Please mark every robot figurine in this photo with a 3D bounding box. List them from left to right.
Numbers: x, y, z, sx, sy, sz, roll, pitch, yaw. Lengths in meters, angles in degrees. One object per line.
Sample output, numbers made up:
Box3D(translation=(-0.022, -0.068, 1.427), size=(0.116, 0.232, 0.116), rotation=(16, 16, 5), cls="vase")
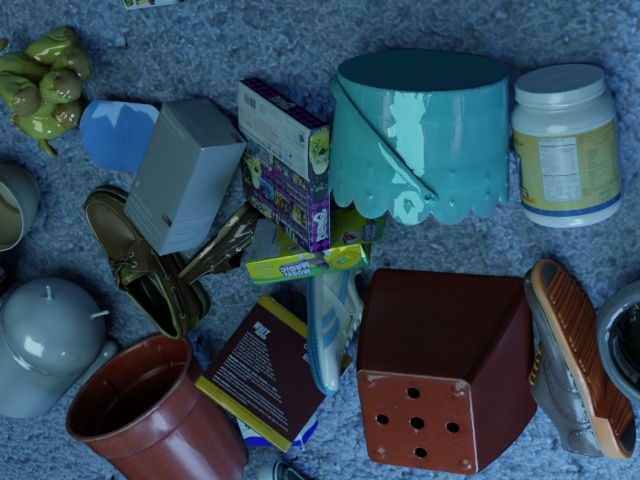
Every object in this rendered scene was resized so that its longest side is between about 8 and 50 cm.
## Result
Box3D(translation=(-0.542, 0.204, 2.070), size=(0.300, 0.200, 0.353), rotation=(17, 135, -35), cls="robot figurine")

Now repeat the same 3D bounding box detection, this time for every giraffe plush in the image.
Box3D(translation=(-0.468, -0.235, 1.831), size=(0.210, 0.181, 0.170), rotation=(-2, 138, 13), cls="giraffe plush")

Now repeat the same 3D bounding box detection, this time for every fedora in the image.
Box3D(translation=(0.551, 0.148, 1.601), size=(0.275, 0.124, 0.244), rotation=(13, 120, 27), cls="fedora")

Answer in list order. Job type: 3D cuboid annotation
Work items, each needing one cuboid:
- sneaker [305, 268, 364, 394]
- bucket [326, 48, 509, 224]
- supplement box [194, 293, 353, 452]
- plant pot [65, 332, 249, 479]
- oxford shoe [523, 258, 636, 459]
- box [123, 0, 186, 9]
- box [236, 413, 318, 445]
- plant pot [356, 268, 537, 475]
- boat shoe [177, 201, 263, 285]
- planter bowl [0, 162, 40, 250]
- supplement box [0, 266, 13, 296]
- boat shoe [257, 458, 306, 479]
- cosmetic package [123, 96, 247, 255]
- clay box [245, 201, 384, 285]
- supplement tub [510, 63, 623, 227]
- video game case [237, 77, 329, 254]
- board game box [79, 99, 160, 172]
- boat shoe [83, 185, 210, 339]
Box3D(translation=(0.027, 0.139, 1.785), size=(0.092, 0.229, 0.087), rotation=(3, 164, -12), cls="sneaker")
Box3D(translation=(0.139, -0.154, 1.534), size=(0.281, 0.281, 0.183), rotation=(8, 114, 20), cls="bucket")
Box3D(translation=(-0.081, 0.228, 1.865), size=(0.191, 0.194, 0.129), rotation=(36, 169, 1), cls="supplement box")
Box3D(translation=(-0.282, 0.357, 2.017), size=(0.272, 0.272, 0.265), rotation=(-17, 120, 30), cls="plant pot")
Box3D(translation=(0.376, 0.198, 1.710), size=(0.132, 0.130, 0.364), rotation=(-11, 111, 37), cls="oxford shoe")
Box3D(translation=(-0.275, -0.467, 1.676), size=(0.114, 0.036, 0.207), rotation=(-2, 116, 25), cls="box")
Box3D(translation=(-0.089, 0.306, 2.006), size=(0.126, 0.072, 0.137), rotation=(-5, 116, 27), cls="box")
Box3D(translation=(0.187, 0.223, 1.738), size=(0.267, 0.236, 0.267), rotation=(3, 118, 22), cls="plant pot")
Box3D(translation=(-0.167, 0.022, 1.880), size=(0.073, 0.073, 0.207), rotation=(43, 125, -7), cls="boat shoe")
Box3D(translation=(-0.582, -0.076, 1.988), size=(0.162, 0.109, 0.162), rotation=(10, 120, 18), cls="planter bowl")
Box3D(translation=(-0.652, 0.082, 2.054), size=(0.081, 0.104, 0.188), rotation=(40, 166, -2), cls="supplement box")
Box3D(translation=(0.001, 0.538, 2.085), size=(0.119, 0.121, 0.335), rotation=(-20, 119, 23), cls="boat shoe")
Box3D(translation=(-0.226, -0.106, 1.797), size=(0.127, 0.107, 0.238), rotation=(47, 132, 28), cls="cosmetic package")
Box3D(translation=(0.000, 0.000, 1.740), size=(0.222, 0.127, 0.053), rotation=(-9, 124, 15), cls="clay box")
Box3D(translation=(0.344, -0.133, 1.524), size=(0.144, 0.144, 0.200), rotation=(0, 117, 24), cls="supplement tub")
Box3D(translation=(-0.059, -0.119, 1.694), size=(0.232, 0.041, 0.210), rotation=(39, 137, 49), cls="video game case")
Box3D(translation=(-0.326, -0.183, 1.860), size=(0.168, 0.033, 0.133), rotation=(6, 123, 9), cls="board game box")
Box3D(translation=(-0.319, 0.040, 1.938), size=(0.110, 0.104, 0.307), rotation=(-36, 99, 35), cls="boat shoe")
